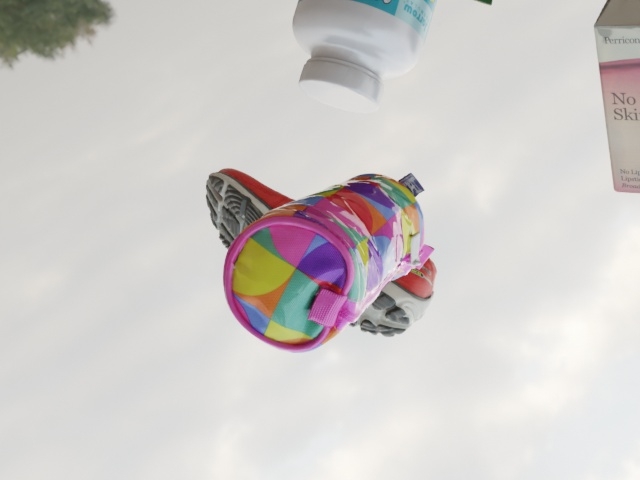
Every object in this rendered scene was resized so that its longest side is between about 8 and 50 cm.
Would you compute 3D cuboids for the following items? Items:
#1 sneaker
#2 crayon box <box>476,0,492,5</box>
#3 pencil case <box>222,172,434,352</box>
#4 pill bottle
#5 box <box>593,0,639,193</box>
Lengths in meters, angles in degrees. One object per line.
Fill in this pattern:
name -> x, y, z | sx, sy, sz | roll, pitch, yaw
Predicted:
sneaker -> 0.000, 0.000, 1.029 | 0.118, 0.279, 0.107 | -49, 166, -38
crayon box -> 0.238, -0.577, 1.583 | 0.081, 0.202, 0.318 | 139, -38, -71
pencil case -> 0.016, 0.008, 0.705 | 0.104, 0.104, 0.236 | -18, -175, 23
pill bottle -> 0.057, -0.278, 1.024 | 0.146, 0.146, 0.264 | 8, -101, 54
box -> 0.418, -0.179, 1.097 | 0.149, 0.232, 0.127 | 5, -139, 32
